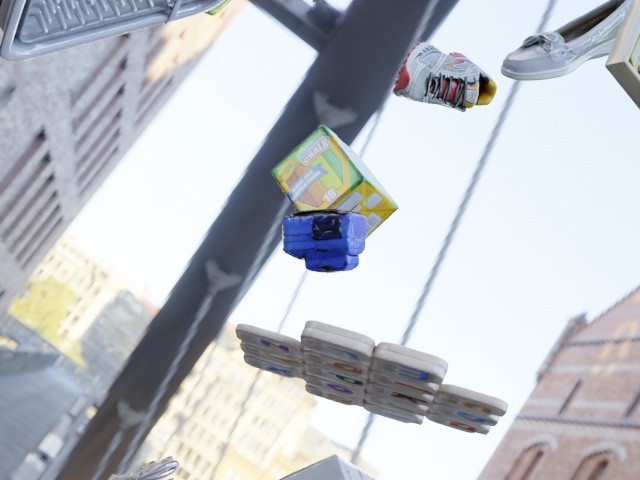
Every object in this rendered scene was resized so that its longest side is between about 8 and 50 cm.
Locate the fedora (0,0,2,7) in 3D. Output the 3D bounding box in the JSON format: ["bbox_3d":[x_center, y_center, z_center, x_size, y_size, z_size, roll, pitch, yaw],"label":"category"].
[{"bbox_3d":[-0.698,-0.503,2.151,0.079,0.194,0.194,33,-13,18],"label":"fedora"}]

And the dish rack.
[{"bbox_3d":[-0.222,-0.336,1.265,0.072,0.333,0.285,63,-30,6],"label":"dish rack"}]

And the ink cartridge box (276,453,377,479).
[{"bbox_3d":[0.035,0.358,1.294,0.153,0.087,0.208,68,8,27],"label":"ink cartridge box"}]

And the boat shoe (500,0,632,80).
[{"bbox_3d":[0.512,-0.415,2.202,0.118,0.320,0.103,-128,-160,-61],"label":"boat shoe"}]

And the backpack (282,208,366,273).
[{"bbox_3d":[0.000,0.000,1.648,0.120,0.101,0.098,1,-7,19],"label":"backpack"}]

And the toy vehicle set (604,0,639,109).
[{"bbox_3d":[0.522,-0.306,1.592,0.166,0.267,0.035,41,-28,-28],"label":"toy vehicle set"}]

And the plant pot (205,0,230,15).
[{"bbox_3d":[-0.230,-0.571,1.896,0.207,0.227,0.228,32,-14,42],"label":"plant pot"}]

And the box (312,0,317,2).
[{"bbox_3d":[0.055,-0.569,2.293,0.201,0.164,0.021,-93,160,-65],"label":"box"}]

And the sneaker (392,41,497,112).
[{"bbox_3d":[0.191,-0.241,1.603,0.093,0.088,0.225,37,29,29],"label":"sneaker"}]

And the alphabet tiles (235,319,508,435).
[{"bbox_3d":[0.050,0.143,1.109,0.278,0.021,0.284,16,-19,6],"label":"alphabet tiles"}]

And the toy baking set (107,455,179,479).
[{"bbox_3d":[-0.389,0.494,2.209,0.030,0.197,0.256,66,-15,-5],"label":"toy baking set"}]

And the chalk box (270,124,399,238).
[{"bbox_3d":[0.014,-0.104,1.896,0.132,0.132,0.213,35,14,-49],"label":"chalk box"}]
